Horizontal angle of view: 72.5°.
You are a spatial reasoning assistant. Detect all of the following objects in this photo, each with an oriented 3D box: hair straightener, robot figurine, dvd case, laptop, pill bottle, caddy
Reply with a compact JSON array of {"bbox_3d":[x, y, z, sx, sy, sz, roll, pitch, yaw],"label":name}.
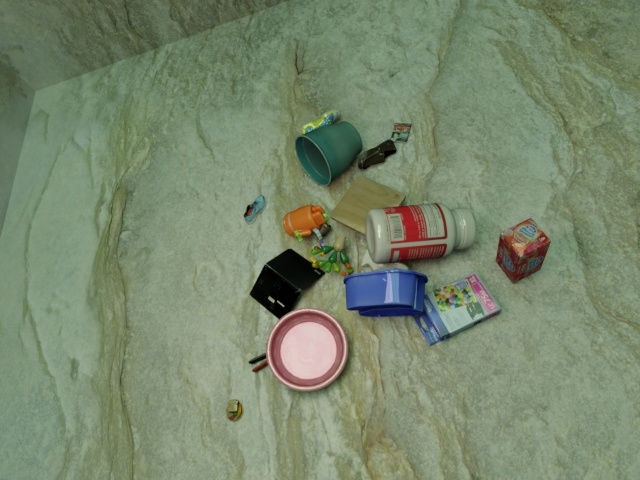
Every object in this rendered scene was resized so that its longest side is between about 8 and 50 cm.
[{"bbox_3d":[-0.206,0.461,1.854,0.231,0.047,0.089,-34,60,-3],"label":"hair straightener"},{"bbox_3d":[-0.083,-0.090,2.048,0.220,0.128,0.157,-19,82,21],"label":"robot figurine"},{"bbox_3d":[0.408,-0.546,2.216,0.087,0.013,0.119,9,65,20],"label":"dvd case"},{"bbox_3d":[-0.154,0.199,1.996,0.234,0.137,0.264,34,102,29],"label":"laptop"},{"bbox_3d":[0.404,-0.034,1.794,0.408,0.229,0.228,-5,61,-6],"label":"pill bottle"},{"bbox_3d":[0.254,0.193,1.732,0.342,0.241,0.179,-9,65,29],"label":"caddy"}]

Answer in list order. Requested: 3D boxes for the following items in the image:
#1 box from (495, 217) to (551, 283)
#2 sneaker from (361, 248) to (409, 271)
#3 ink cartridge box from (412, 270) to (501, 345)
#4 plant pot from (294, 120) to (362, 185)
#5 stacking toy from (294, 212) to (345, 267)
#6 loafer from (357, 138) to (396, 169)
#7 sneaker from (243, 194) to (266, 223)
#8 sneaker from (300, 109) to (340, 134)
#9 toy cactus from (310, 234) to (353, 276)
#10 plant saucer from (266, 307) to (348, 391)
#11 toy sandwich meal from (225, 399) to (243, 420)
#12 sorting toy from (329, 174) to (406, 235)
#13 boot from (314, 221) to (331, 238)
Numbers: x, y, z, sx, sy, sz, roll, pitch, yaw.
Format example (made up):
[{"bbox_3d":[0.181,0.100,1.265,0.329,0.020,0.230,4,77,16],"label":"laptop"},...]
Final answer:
[{"bbox_3d":[0.764,0.044,1.662,0.128,0.256,0.122,-28,58,1],"label":"box"},{"bbox_3d":[0.276,0.113,1.887,0.212,0.080,0.094,21,83,31],"label":"sneaker"},{"bbox_3d":[0.525,0.268,1.733,0.311,0.065,0.185,-27,59,4],"label":"ink cartridge box"},{"bbox_3d":[0.055,-0.450,2.140,0.255,0.271,0.272,-36,58,-20],"label":"plant pot"},{"bbox_3d":[0.000,0.000,1.937,0.167,0.221,0.052,-35,37,-9],"label":"stacking toy"},{"bbox_3d":[0.282,-0.415,2.146,0.220,0.080,0.078,-36,59,-4],"label":"loafer"},{"bbox_3d":[-0.333,-0.164,2.202,0.064,0.073,0.162,20,71,25],"label":"sneaker"},{"bbox_3d":[0.019,-0.596,2.330,0.240,0.091,0.126,-29,77,0],"label":"sneaker"},{"bbox_3d":[0.063,0.065,1.918,0.219,0.112,0.180,26,77,-8],"label":"toy cactus"},{"bbox_3d":[-0.051,0.443,1.776,0.333,0.084,0.331,-2,67,5],"label":"plant saucer"},{"bbox_3d":[-0.355,0.694,1.787,0.086,0.029,0.085,-7,62,13],"label":"toy sandwich meal"},{"bbox_3d":[0.222,-0.140,2.016,0.257,0.089,0.255,29,75,27],"label":"sorting toy"},{"bbox_3d":[0.009,-0.041,2.014,0.087,0.118,0.042,-42,79,8],"label":"boot"}]
